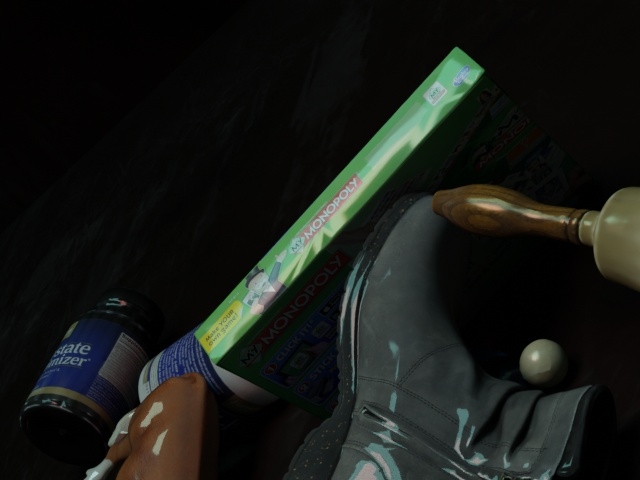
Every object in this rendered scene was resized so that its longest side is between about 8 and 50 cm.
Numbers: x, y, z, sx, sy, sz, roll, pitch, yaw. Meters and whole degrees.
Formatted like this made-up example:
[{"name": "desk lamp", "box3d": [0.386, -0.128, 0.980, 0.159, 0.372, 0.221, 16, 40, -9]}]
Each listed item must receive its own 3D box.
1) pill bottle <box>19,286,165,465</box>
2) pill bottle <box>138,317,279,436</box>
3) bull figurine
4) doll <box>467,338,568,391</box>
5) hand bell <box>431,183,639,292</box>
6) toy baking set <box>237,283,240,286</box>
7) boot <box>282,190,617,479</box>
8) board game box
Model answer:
[{"name": "pill bottle", "box3d": [-0.280, 0.167, 1.865, 0.123, 0.123, 0.219, -32, 24, 42]}, {"name": "pill bottle", "box3d": [-0.092, 0.131, 1.533, 0.186, 0.112, 0.112, -36, 23, 36]}, {"name": "bull figurine", "box3d": [-0.161, 0.273, 1.403, 0.188, 0.101, 0.310, -38, 31, 38]}, {"name": "doll", "box3d": [0.116, 0.133, 1.163, 0.189, 0.046, 0.129, -39, 26, 29]}, {"name": "hand bell", "box3d": [0.179, -0.010, 1.045, 0.242, 0.126, 0.126, 13, 62, 44]}, {"name": "toy baking set", "box3d": [-0.006, 0.004, 1.577, 0.197, 0.030, 0.256, -37, 1, -11]}, {"name": "boot", "box3d": [0.116, 0.112, 1.066, 0.223, 0.118, 0.338, -4, 58, 37]}, {"name": "board game box", "box3d": [0.071, 0.013, 1.248, 0.317, 0.213, 0.046, -47, 47, 7]}]
